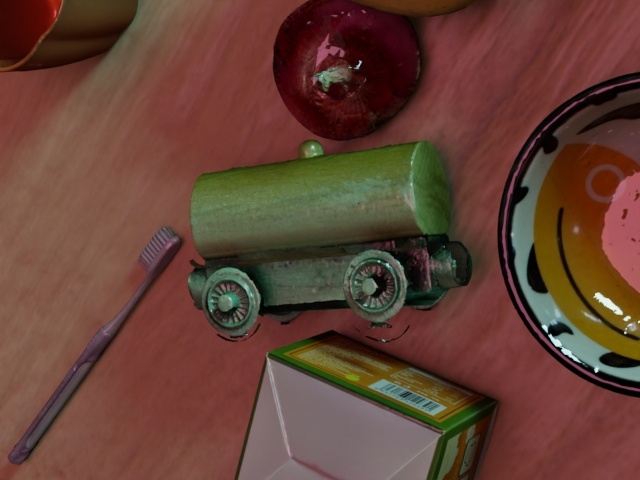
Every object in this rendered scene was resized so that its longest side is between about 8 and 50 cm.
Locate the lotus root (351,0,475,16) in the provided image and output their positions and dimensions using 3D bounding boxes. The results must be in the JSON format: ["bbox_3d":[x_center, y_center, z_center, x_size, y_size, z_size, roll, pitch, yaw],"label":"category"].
[{"bbox_3d":[0.066,-0.285,1.223,0.303,0.131,0.146,18,65,15],"label":"lotus root"}]

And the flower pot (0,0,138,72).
[{"bbox_3d":[-0.294,-0.265,1.401,0.191,0.173,0.190,1,92,28],"label":"flower pot"}]

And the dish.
[{"bbox_3d":[0.303,-0.009,1.134,0.303,0.120,0.303,2,94,27],"label":"dish"}]

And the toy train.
[{"bbox_3d":[-0.004,-0.001,1.282,0.307,0.126,0.189,-6,100,29],"label":"toy train"}]

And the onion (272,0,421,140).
[{"bbox_3d":[0.017,-0.169,1.264,0.150,0.140,0.150,2,98,16],"label":"onion"}]

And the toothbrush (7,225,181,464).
[{"bbox_3d":[-0.262,0.123,1.490,0.029,0.024,0.354,46,111,24],"label":"toothbrush"}]

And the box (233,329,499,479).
[{"bbox_3d":[0.042,0.208,1.268,0.195,0.148,0.177,21,106,25],"label":"box"}]
